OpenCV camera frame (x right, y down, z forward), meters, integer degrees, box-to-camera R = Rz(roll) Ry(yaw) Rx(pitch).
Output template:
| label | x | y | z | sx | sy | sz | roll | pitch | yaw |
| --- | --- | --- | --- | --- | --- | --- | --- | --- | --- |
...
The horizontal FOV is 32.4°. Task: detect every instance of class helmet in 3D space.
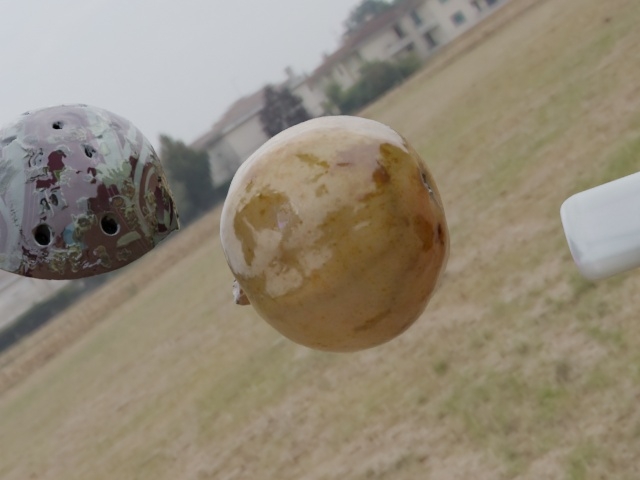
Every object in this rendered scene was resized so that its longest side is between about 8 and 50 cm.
| label | x | y | z | sx | sy | sz | roll | pitch | yaw |
| --- | --- | --- | --- | --- | --- | --- | --- | --- | --- |
| helmet | -0.186 | -0.046 | 0.813 | 0.153 | 0.107 | 0.177 | -8 | 16 | -14 |

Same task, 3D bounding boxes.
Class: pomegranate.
| label | x | y | z | sx | sy | sz | roll | pitch | yaw |
| --- | --- | --- | --- | --- | --- | --- | --- | --- | --- |
| pomegranate | 0.013 | -0.006 | 0.951 | 0.207 | 0.207 | 0.207 | -33 | 5 | 4 |

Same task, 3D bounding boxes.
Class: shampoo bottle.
| label | x | y | z | sx | sy | sz | roll | pitch | yaw |
| --- | --- | --- | --- | --- | --- | --- | --- | --- | --- |
| shampoo bottle | 0.311 | -0.036 | 0.905 | 0.221 | 0.051 | 0.108 | -21 | 28 | 16 |
